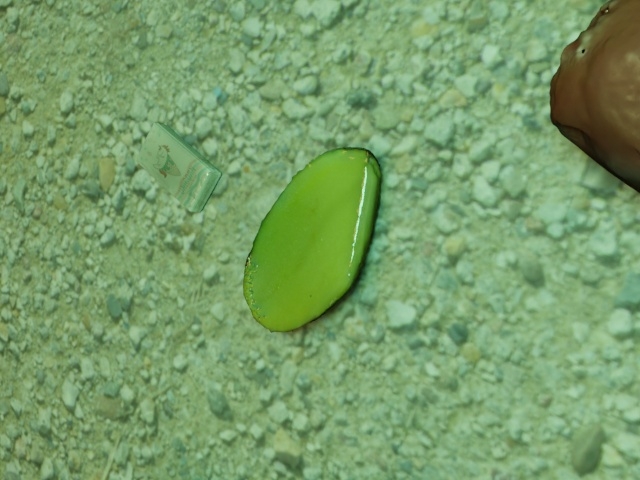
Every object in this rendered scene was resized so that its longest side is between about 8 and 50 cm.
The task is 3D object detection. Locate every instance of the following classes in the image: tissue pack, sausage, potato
[{"bbox_3d":[-0.163,-0.084,0.887,0.108,0.023,0.056,39,109,28],"label":"tissue pack"},{"bbox_3d":[0.287,-0.075,0.523,0.280,0.152,0.152,37,108,25],"label":"sausage"},{"bbox_3d":[0.000,0.000,0.764,0.119,0.054,0.197,25,98,31],"label":"potato"}]
